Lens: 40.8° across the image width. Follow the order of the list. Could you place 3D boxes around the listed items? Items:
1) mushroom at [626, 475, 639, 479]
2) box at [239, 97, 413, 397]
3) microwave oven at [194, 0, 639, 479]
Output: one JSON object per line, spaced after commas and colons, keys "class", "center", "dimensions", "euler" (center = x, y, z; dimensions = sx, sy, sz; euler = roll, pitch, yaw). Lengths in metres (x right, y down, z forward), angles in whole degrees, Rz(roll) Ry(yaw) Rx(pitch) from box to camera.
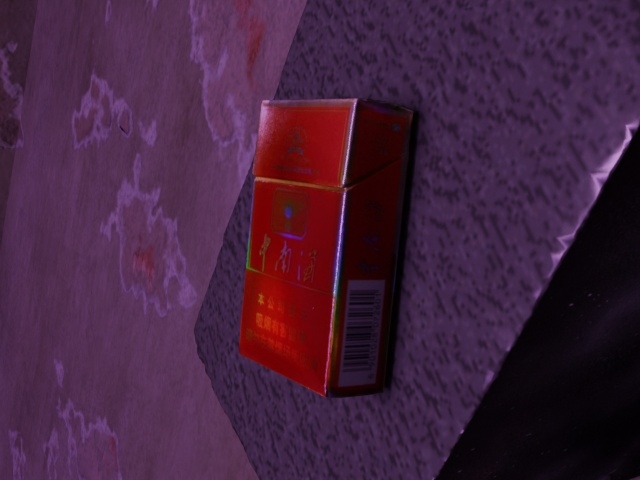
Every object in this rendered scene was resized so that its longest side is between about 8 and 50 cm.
{"class": "mushroom", "center": [0.259, 0.136, 0.435], "dimensions": [0.328, 0.122, 0.159], "euler": [-26, 59, 29]}
{"class": "box", "center": [-0.001, 0.000, 0.543], "dimensions": [0.112, 0.048, 0.175], "euler": [12, 98, 56]}
{"class": "microwave oven", "center": [0.112, -0.003, 0.632], "dimensions": [0.374, 0.236, 0.432], "euler": [52, 130, 44]}
